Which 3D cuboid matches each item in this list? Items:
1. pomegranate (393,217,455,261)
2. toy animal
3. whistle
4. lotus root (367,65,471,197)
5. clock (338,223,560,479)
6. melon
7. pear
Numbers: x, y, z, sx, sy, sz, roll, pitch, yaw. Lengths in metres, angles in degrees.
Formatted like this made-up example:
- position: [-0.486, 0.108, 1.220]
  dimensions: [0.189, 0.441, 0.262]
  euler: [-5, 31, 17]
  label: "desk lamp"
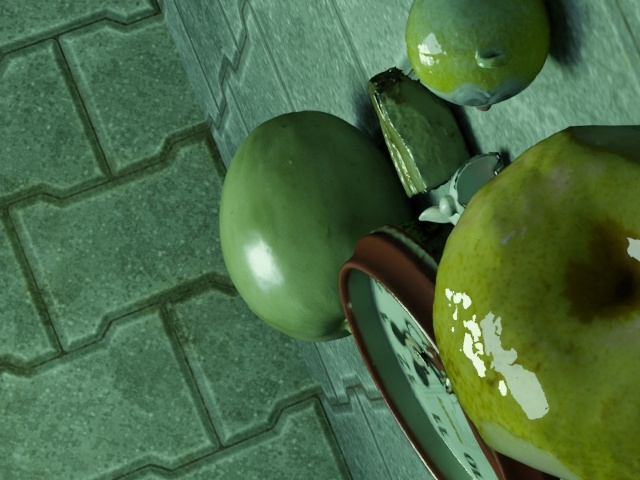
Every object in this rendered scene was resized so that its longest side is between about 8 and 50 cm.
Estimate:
- position: [0.126, 0.044, 1.583]
  dimensions: [0.163, 0.138, 0.125]
  euler: [25, -143, -49]
  label: "pomegranate"
- position: [0.156, -0.035, 1.398]
  dimensions: [0.071, 0.085, 0.124]
  euler: [49, 172, 8]
  label: "toy animal"
- position: [0.126, -0.179, 1.169]
  dimensions: [0.223, 0.123, 0.123]
  euler: [-102, -4, -64]
  label: "whistle"
- position: [0.107, -0.119, 1.481]
  dimensions: [0.143, 0.070, 0.144]
  euler: [-140, 25, -81]
  label: "lotus root"
- position: [0.124, 0.128, 1.266]
  dimensions: [0.318, 0.080, 0.318]
  euler: [55, 166, 20]
  label: "clock"
- position: [-0.003, -0.014, 1.752]
  dimensions: [0.272, 0.272, 0.308]
  euler: [81, -174, -51]
  label: "melon"
- position: [0.202, 0.054, 0.867]
  dimensions: [0.271, 0.271, 0.271]
  euler: [158, 90, -80]
  label: "pear"
